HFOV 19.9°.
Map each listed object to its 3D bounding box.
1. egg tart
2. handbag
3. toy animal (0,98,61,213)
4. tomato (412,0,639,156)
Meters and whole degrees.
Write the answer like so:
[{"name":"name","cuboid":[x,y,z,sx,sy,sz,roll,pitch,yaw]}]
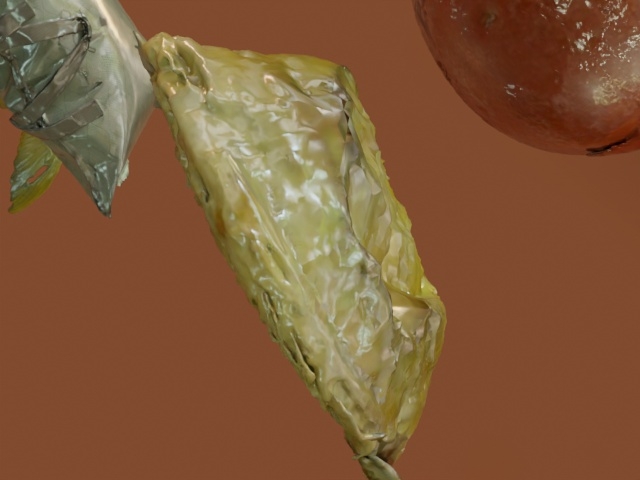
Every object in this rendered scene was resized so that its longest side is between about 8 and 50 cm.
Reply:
[{"name":"egg tart","cuboid":[0.000,0.000,0.861,0.098,0.232,0.252,-27,109,1]},{"name":"handbag","cuboid":[-0.212,-0.158,1.406,0.117,0.182,0.270,-17,122,32]},{"name":"toy animal","cuboid":[-0.240,-0.145,1.597,0.155,0.095,0.219,-16,117,11]},{"name":"tomato","cuboid":[0.157,-0.144,0.978,0.208,0.208,0.184,-40,96,0]}]
